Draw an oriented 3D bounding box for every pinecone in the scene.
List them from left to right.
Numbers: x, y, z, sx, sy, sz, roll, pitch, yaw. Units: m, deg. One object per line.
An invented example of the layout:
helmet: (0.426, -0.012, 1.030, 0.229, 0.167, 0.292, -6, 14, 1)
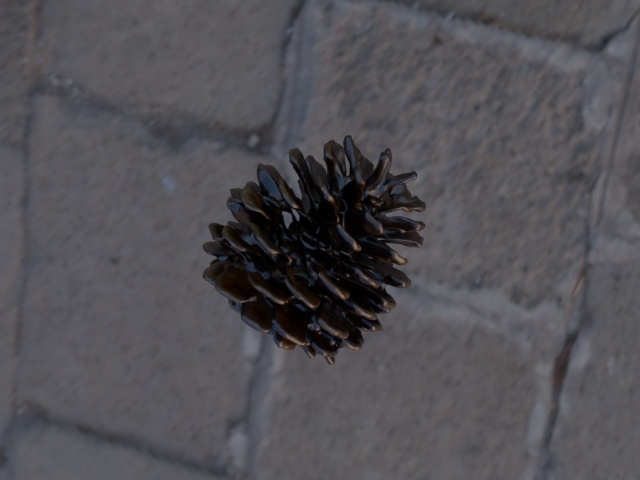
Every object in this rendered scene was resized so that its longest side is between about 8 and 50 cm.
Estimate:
pinecone: (0.005, -0.003, 1.370, 0.163, 0.163, 0.165, 43, 103, -2)
